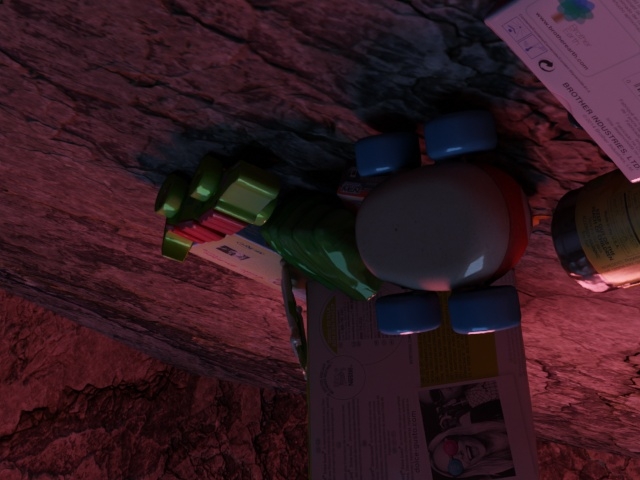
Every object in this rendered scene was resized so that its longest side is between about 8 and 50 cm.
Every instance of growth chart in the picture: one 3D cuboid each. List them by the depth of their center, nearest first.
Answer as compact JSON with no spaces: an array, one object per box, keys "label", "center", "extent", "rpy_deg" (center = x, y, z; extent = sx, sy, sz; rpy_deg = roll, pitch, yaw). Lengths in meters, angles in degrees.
[{"label":"growth chart","center":[-0.041,0.128,1.333],"extent":[0.021,0.172,0.237],"rpy_deg":[-10,152,0]}]

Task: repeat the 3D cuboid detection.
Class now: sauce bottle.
[{"label":"sauce bottle","center":[0.349,-0.045,0.654],"extent":[0.111,0.111,0.344],"rpy_deg":[25,151,-26]}]

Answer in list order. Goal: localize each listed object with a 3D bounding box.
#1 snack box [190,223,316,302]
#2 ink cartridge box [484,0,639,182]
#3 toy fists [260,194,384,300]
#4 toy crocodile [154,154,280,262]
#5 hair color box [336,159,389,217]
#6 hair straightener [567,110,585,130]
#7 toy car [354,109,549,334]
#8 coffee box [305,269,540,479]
[{"label":"snack box","center":[-0.056,0.037,1.415],"extent":[0.322,0.060,0.187],"rpy_deg":[26,158,-29]},{"label":"ink cartridge box","center":[0.270,-0.150,0.513],"extent":[0.186,0.065,0.311],"rpy_deg":[43,156,-14]},{"label":"toy fists","center":[0.000,0.000,1.131],"extent":[0.142,0.096,0.279],"rpy_deg":[35,175,-14]},{"label":"toy crocodile","center":[-0.160,-0.044,1.192],"extent":[0.115,0.105,0.340],"rpy_deg":[25,159,-26]},{"label":"hair color box","center":[0.092,-0.042,1.074],"extent":[0.093,0.053,0.167],"rpy_deg":[9,160,23]},{"label":"hair straightener","center":[0.333,-0.092,0.761],"extent":[0.230,0.047,0.089],"rpy_deg":[15,163,-11]},{"label":"toy car","center":[0.183,-0.022,0.916],"extent":[0.238,0.219,0.210],"rpy_deg":[-8,179,-39]},{"label":"coffee box","center":[0.154,0.263,1.343],"extent":[0.334,0.338,0.338],"rpy_deg":[-4,159,5]}]
